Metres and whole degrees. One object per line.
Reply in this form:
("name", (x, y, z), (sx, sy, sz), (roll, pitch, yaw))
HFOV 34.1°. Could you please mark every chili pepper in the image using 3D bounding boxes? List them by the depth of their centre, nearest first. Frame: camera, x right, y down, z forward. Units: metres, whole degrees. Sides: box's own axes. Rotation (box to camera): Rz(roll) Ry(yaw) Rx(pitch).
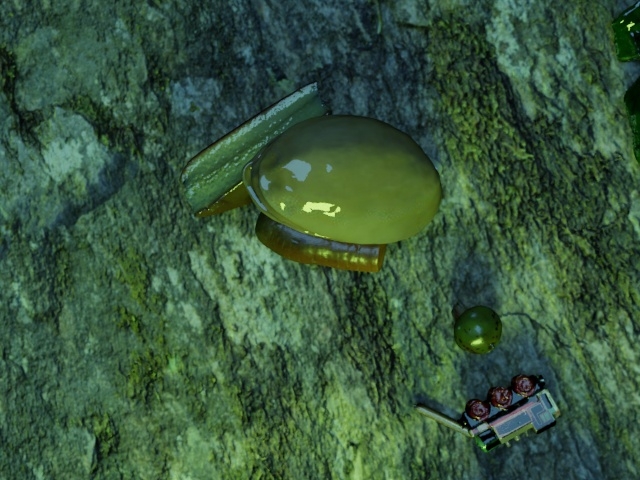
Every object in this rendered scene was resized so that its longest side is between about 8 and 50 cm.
("chili pepper", (0.475, -0.221, 1.469), (0.099, 0.083, 0.253), (-10, 80, 18))

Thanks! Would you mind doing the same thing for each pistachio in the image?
("pistachio", (0.042, -0.085, 1.457), (0.293, 0.162, 0.182), (4, 85, -27))

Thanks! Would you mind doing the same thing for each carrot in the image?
("carrot", (0.000, 0.000, 1.533), (0.193, 0.087, 0.087), (20, 89, 8))

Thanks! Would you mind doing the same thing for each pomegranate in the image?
("pomegranate", (0.217, 0.126, 1.490), (0.084, 0.073, 0.073), (13, 87, 29))

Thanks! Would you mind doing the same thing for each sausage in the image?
("sausage", (0.180, 0.260, 1.509), (0.100, 0.015, 0.015), (25, 90, 11))

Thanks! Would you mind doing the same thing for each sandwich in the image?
("sandwich", (-0.089, -0.130, 1.555), (0.258, 0.096, 0.094), (-33, 75, 7))

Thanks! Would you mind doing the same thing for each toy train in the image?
("toy train", (0.265, 0.246, 1.473), (0.138, 0.050, 0.087), (-28, 80, -1))

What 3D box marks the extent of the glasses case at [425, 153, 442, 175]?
("glasses case", (0.142, -0.117, 1.547), (0.083, 0.021, 0.032), (29, 93, 11))
